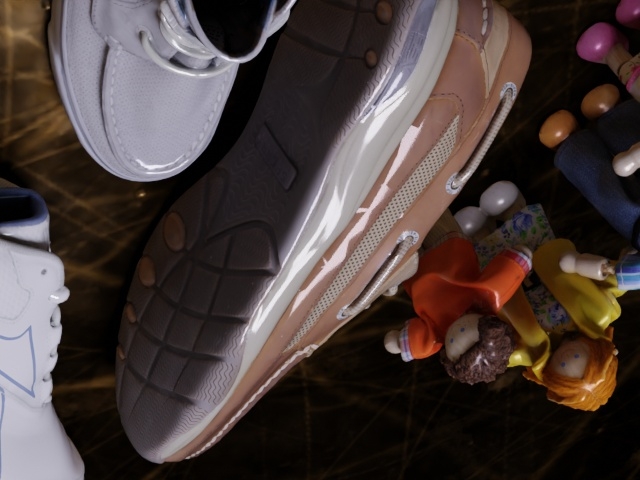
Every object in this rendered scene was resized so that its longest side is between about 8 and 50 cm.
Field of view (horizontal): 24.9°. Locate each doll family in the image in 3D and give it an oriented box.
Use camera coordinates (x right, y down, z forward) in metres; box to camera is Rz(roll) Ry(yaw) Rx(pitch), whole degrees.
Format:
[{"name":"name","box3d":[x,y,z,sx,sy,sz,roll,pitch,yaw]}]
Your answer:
[{"name":"doll family","box3d":[0.158,-0.002,0.794,0.263,0.163,0.118,-41,133,14]}]

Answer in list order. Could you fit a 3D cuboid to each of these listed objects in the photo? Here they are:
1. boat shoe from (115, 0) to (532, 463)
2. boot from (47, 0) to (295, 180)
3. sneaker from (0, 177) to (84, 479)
[{"name":"boat shoe","box3d":[0.000,0.000,0.762,0.116,0.123,0.324,15,124,-36]},{"name":"boot","box3d":[-0.062,-0.105,0.633,0.095,0.123,0.258,-7,132,-18]},{"name":"sneaker","box3d":[-0.177,0.046,0.736,0.129,0.111,0.297,-28,136,-6]}]
